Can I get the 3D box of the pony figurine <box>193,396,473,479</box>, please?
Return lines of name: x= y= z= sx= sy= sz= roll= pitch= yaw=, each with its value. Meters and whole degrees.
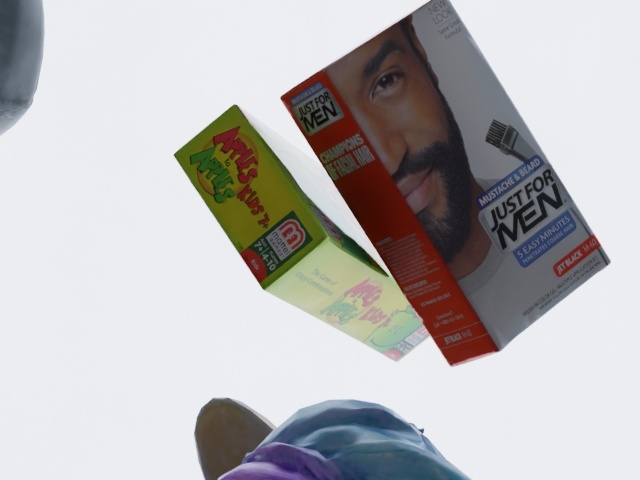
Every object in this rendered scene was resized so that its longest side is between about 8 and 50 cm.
pony figurine: x=0.040 y=0.201 z=0.259 sx=0.303 sy=0.351 sz=0.363 roll=-36 pitch=-93 yaw=20

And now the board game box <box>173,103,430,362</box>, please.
board game box: x=0.000 y=0.000 z=1.049 sx=0.043 sy=0.181 sz=0.092 roll=-40 pitch=-116 yaw=9

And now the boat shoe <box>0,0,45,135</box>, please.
boat shoe: x=-0.153 y=-0.130 z=0.610 sx=0.099 sy=0.116 sz=0.319 roll=15 pitch=-150 yaw=-28

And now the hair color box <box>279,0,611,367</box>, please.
hair color box: x=0.065 y=-0.031 z=1.021 sx=0.093 sy=0.053 sz=0.167 roll=-36 pitch=-86 yaw=-31
